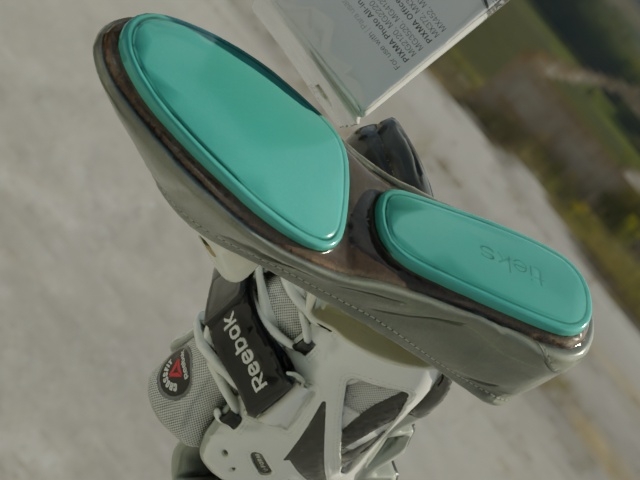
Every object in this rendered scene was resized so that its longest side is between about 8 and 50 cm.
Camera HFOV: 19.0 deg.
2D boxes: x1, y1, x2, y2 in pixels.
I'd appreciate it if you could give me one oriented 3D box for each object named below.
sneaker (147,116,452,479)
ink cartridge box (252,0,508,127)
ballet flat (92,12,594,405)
[{"bbox_3d":[-0.017,0.065,1.050,0.330,0.146,0.122,103,-27,-51],"label":"sneaker"},{"bbox_3d":[0.049,-0.113,0.707,0.063,0.150,0.109,51,-1,-4],"label":"ink cartridge box"},{"bbox_3d":[0.000,0.000,0.660,0.213,0.068,0.072,29,42,-23],"label":"ballet flat"}]
